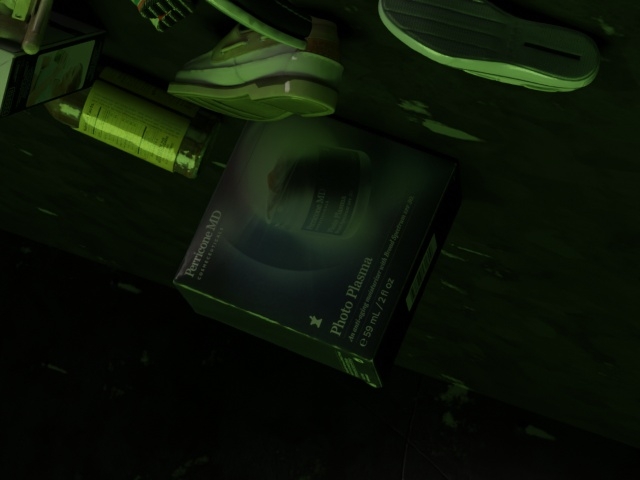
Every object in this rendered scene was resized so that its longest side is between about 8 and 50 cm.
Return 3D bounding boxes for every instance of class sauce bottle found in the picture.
[{"bbox_3d":[-0.318,-0.204,2.311,0.344,0.111,0.111,25,167,2],"label":"sauce bottle"}]

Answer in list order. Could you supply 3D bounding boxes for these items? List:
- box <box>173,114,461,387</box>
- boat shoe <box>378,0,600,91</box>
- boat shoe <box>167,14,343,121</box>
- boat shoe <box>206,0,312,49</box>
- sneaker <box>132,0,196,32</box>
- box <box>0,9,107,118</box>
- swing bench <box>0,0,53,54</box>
[{"bbox_3d":[0.000,0.000,2.139,0.294,0.296,0.183,20,167,13],"label":"box"},{"bbox_3d":[0.162,-0.192,1.568,0.226,0.083,0.076,22,166,3],"label":"boat shoe"},{"bbox_3d":[-0.072,-0.206,1.883,0.113,0.103,0.302,18,172,-38],"label":"boat shoe"},{"bbox_3d":[-0.121,-0.300,1.619,0.302,0.091,0.114,29,-174,-28],"label":"boat shoe"},{"bbox_3d":[-0.197,-0.299,1.871,0.075,0.057,0.161,59,-174,5],"label":"sneaker"},{"bbox_3d":[-0.418,-0.247,2.062,0.169,0.087,0.290,22,-162,11],"label":"box"},{"bbox_3d":[-0.417,-0.330,1.790,0.253,0.165,0.254,19,-177,-13],"label":"swing bench"}]
